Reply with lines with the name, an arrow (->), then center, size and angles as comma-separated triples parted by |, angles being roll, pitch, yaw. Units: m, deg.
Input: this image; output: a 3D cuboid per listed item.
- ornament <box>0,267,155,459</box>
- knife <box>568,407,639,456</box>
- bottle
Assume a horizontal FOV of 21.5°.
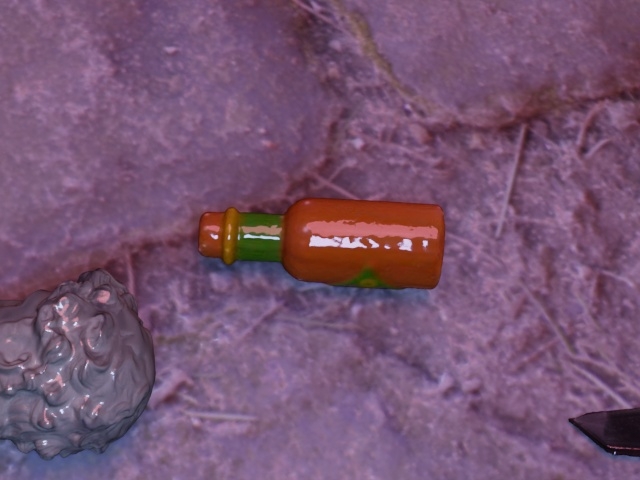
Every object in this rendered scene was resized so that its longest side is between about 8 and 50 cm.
ornament -> -0.253, 0.101, 1.152 | 0.285, 0.120, 0.130 | -11, 76, -14
knife -> 0.300, 0.145, 1.264 | 0.230, 0.028, 0.060 | 3, 41, -2
bottle -> 0.000, 0.000, 1.296 | 0.187, 0.069, 0.069 | 4, 53, -2
